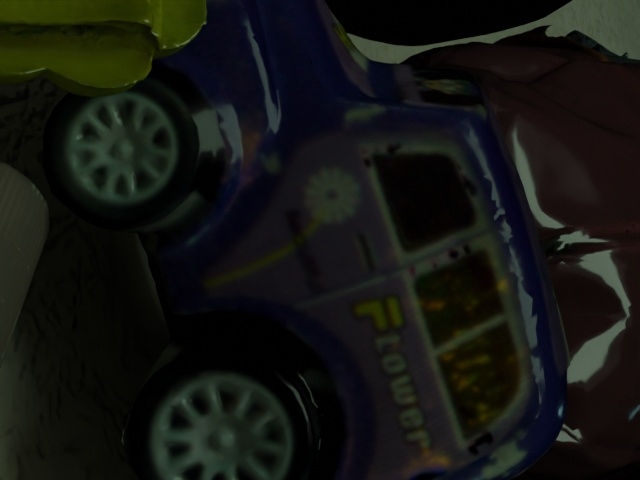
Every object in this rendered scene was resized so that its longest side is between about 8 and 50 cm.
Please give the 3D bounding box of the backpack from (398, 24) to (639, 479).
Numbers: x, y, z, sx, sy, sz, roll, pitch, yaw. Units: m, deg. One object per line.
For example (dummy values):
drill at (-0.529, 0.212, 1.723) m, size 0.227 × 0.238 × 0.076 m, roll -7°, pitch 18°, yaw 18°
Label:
backpack at (0.112, 0.020, 0.838) m, size 0.317 × 0.197 × 0.283 m, roll 0°, pitch 76°, yaw -62°

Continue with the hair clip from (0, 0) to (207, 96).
hair clip at (-0.117, -0.082, 0.459) m, size 0.173 × 0.046 × 0.072 m, roll 6°, pitch 65°, yaw -28°

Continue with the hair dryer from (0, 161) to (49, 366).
hair dryer at (-0.172, -0.004, 0.401) m, size 0.220 × 0.054 × 0.195 m, roll 51°, pitch 30°, yaw -30°

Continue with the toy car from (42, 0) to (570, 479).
toy car at (0.000, 0.000, 0.578) m, size 0.172 × 0.158 × 0.235 m, roll -54°, pitch 126°, yaw -86°

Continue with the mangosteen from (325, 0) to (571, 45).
mangosteen at (0.065, -0.244, 0.748) m, size 0.297 × 0.313 × 0.297 m, roll -12°, pitch 90°, yaw -76°
